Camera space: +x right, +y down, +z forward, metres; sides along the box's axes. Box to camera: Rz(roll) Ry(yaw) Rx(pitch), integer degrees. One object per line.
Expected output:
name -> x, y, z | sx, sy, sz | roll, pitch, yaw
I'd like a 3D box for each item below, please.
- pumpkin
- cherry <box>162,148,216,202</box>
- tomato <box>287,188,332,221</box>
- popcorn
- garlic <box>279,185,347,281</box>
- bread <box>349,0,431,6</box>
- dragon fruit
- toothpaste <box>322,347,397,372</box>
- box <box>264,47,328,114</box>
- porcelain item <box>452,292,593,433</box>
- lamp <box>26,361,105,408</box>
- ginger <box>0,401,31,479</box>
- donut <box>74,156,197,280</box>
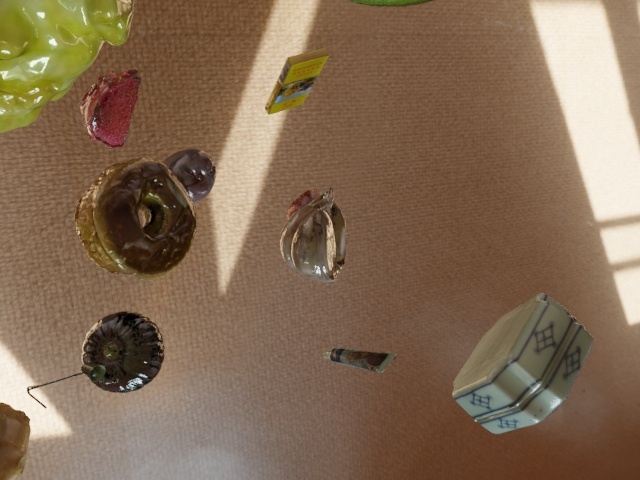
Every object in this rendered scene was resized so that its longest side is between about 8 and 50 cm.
pumpkin -> -0.478, 0.269, 1.232 | 0.202, 0.140, 0.201 | -3, 73, 10
cherry -> -0.400, -0.191, 1.528 | 0.140, 0.176, 0.176 | 30, 86, -51
tomato -> -0.019, -0.094, 1.772 | 0.189, 0.099, 0.173 | -41, 89, -25
popcorn -> -0.308, -0.226, 0.453 | 0.250, 0.242, 0.235 | -43, 105, -12
garlic -> 0.000, 0.000, 1.466 | 0.237, 0.210, 0.291 | -25, 114, -31
bread -> 0.058, -0.430, 0.518 | 0.366, 0.382, 0.129 | 32, 64, -24
dragon fruit -> -0.653, -0.408, 1.516 | 0.126, 0.161, 0.274 | 35, 121, 9
toothpaste -> 0.082, 0.273, 1.181 | 0.062, 0.216, 0.037 | -43, 113, -34
box -> -0.049, -0.302, 0.977 | 0.087, 0.155, 0.023 | -29, 82, -29
porcelain item -> 0.455, 0.285, 1.157 | 0.157, 0.281, 0.286 | 41, 59, 8
lamp -> -0.465, 0.255, 0.934 | 0.121, 0.054, 0.041 | -21, 116, -51
ginger -> -0.663, 0.484, 0.871 | 0.363, 0.348, 0.122 | -20, 132, -34
donut -> -0.476, -0.058, 1.315 | 0.330, 0.160, 0.329 | 0, 90, -64
